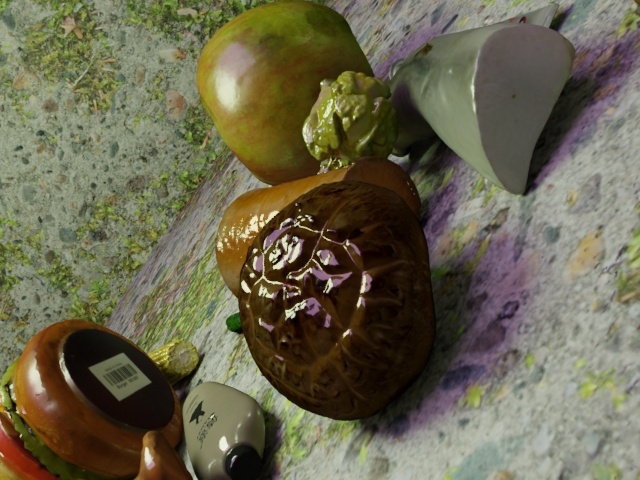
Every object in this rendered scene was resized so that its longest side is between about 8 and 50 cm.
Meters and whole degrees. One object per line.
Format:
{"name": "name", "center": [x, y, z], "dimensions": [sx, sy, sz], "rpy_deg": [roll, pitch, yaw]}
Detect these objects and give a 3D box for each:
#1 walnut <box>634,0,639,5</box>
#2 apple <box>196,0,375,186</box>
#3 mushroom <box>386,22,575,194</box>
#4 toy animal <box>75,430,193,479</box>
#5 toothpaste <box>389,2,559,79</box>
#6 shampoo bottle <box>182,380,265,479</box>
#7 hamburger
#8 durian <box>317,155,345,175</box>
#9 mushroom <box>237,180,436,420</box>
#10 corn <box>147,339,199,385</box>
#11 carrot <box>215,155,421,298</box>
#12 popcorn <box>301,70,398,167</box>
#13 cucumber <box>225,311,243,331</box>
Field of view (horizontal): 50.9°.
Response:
{"name": "walnut", "center": [0.336, -0.247, 0.541], "dimensions": [0.166, 0.149, 0.166], "rpy_deg": [-34, -8, -5]}
{"name": "apple", "center": [-0.057, -0.274, 1.251], "dimensions": [0.339, 0.339, 0.340], "rpy_deg": [-47, 21, 24]}
{"name": "mushroom", "center": [0.163, -0.181, 0.871], "dimensions": [0.397, 0.125, 0.178], "rpy_deg": [-133, 55, -72]}
{"name": "toy animal", "center": [-0.272, 0.416, 0.816], "dimensions": [0.338, 0.191, 0.216], "rpy_deg": [-39, 39, -6]}
{"name": "toothpaste", "center": [0.213, -0.270, 0.994], "dimensions": [0.100, 0.066, 0.323], "rpy_deg": [-60, 25, -12]}
{"name": "shampoo bottle", "center": [-0.133, 0.265, 0.922], "dimensions": [0.127, 0.078, 0.257], "rpy_deg": [-55, 21, -10]}
{"name": "hamburger", "center": [-0.418, 0.321, 1.155], "dimensions": [0.250, 0.330, 0.330], "rpy_deg": [-47, 21, 12]}
{"name": "durian", "center": [0.041, -0.101, 1.054], "dimensions": [0.141, 0.078, 0.224], "rpy_deg": [-70, 13, -20]}
{"name": "mushroom", "center": [0.014, 0.059, 0.713], "dimensions": [0.253, 0.153, 0.253], "rpy_deg": [-10, 74, 40]}
{"name": "corn", "center": [-0.333, 0.268, 1.393], "dimensions": [0.248, 0.081, 0.081], "rpy_deg": [-32, 30, 49]}
{"name": "carrot", "center": [0.000, 0.000, 0.923], "dimensions": [0.254, 0.196, 0.196], "rpy_deg": [-12, 47, 50]}
{"name": "popcorn", "center": [0.043, -0.158, 0.900], "dimensions": [0.145, 0.126, 0.126], "rpy_deg": [23, -102, -83]}
{"name": "cucumber", "center": [-0.136, 0.141, 1.193], "dimensions": [0.168, 0.039, 0.039], "rpy_deg": [-29, 32, 57]}
